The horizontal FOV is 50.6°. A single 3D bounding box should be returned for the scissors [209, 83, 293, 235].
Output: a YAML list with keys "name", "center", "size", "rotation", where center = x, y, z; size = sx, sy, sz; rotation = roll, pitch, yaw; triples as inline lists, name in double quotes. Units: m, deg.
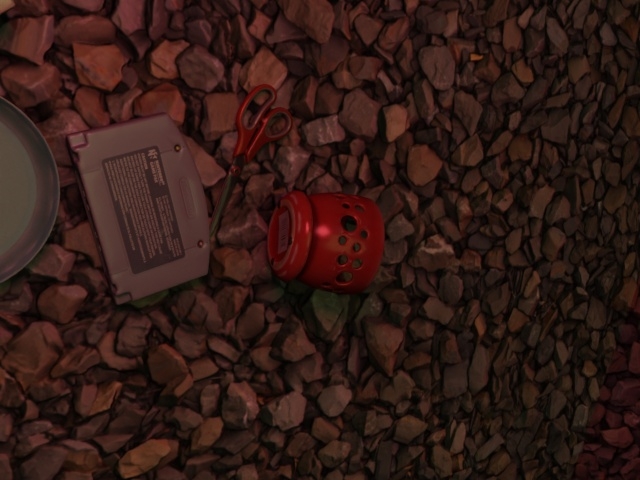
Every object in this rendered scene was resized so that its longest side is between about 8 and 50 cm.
- name: "scissors"
  center: [-0.156, -0.149, 1.236]
  size: [0.109, 0.021, 0.297]
  rotation: [42, 78, -34]

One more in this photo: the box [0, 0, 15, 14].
- name: "box"
  center: [-0.563, -0.294, 0.903]
  size: [0.275, 0.094, 0.113]
  rotation: [-38, 118, -20]

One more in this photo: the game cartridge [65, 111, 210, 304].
- name: "game cartridge"
  center: [-0.293, -0.058, 1.148]
  size: [0.196, 0.060, 0.294]
  rotation: [-18, 110, -24]

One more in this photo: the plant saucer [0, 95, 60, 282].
- name: "plant saucer"
  center: [-0.550, -0.074, 0.988]
  size: [0.317, 0.043, 0.318]
  rotation: [-7, 103, -31]

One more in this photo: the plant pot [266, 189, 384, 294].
- name: "plant pot"
  center: [0.000, 0.000, 1.268]
  size: [0.174, 0.191, 0.191]
  rotation: [8, 96, -24]
